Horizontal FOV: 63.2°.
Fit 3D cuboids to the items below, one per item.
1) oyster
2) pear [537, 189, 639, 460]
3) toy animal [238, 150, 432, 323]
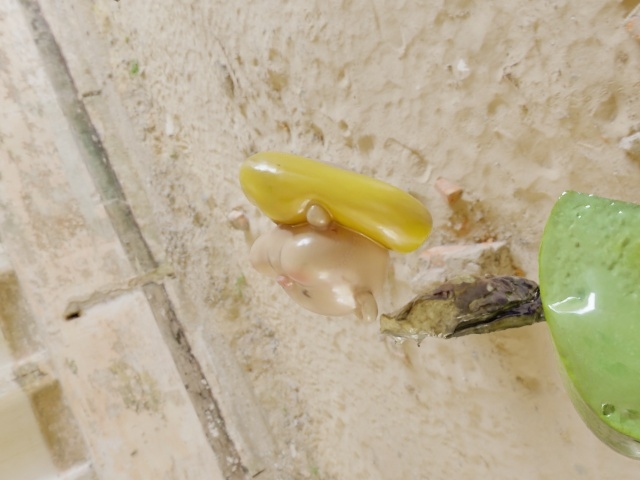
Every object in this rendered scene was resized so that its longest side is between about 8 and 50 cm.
[{"bbox_3d":[0.255,0.100,0.844,0.275,0.271,0.100,-16,81,24],"label":"oyster"},{"bbox_3d":[0.440,0.122,0.652,0.342,0.238,0.318,20,90,37],"label":"pear"},{"bbox_3d":[-0.021,-0.006,0.831,0.345,0.277,0.247,37,111,62],"label":"toy animal"}]
